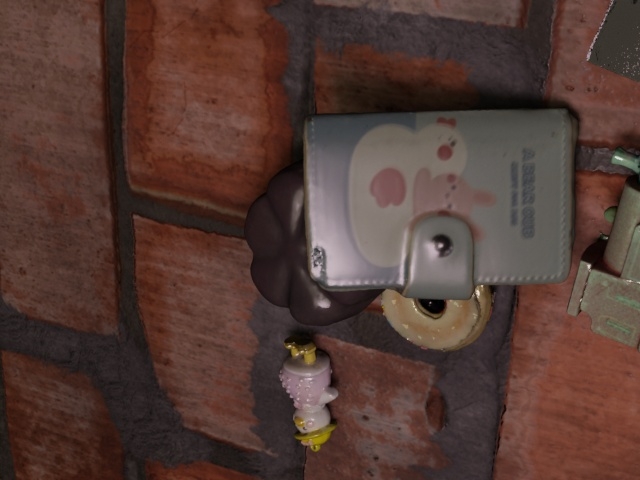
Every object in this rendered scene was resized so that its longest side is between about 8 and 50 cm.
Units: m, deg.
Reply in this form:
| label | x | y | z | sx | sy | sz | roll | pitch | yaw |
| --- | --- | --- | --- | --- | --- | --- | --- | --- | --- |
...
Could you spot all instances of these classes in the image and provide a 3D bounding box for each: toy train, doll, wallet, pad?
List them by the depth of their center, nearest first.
| label | x | y | z | sx | sy | sz | roll | pitch | yaw |
| --- | --- | --- | --- | --- | --- | --- | --- | --- | --- |
| pad | 0.437 | -0.239 | 1.176 | 0.193 | 0.004 | 0.116 | 26 | 118 | 17 |
| toy train | 0.447 | 0.006 | 1.185 | 0.221 | 0.150 | 0.304 | 23 | 119 | 26 |
| wallet | 0.158 | -0.046 | 1.255 | 0.360 | 0.083 | 0.252 | -1 | 97 | -1 |
| doll | -0.019 | 0.251 | 1.552 | 0.129 | 0.081 | 0.207 | 12 | 117 | 44 |

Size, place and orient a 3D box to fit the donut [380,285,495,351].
| label | x | y | z | sx | sy | sz | roll | pitch | yaw |
| --- | --- | --- | --- | --- | --- | --- | --- | --- | --- |
| donut | 0.172 | 0.078 | 1.396 | 0.174 | 0.068 | 0.174 | 9 | 110 | 27 |

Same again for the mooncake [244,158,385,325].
| label | x | y | z | sx | sy | sz | roll | pitch | yaw |
| --- | --- | --- | --- | --- | --- | --- | --- | --- | --- |
| mooncake | 0.000 | 0.000 | 1.396 | 0.245 | 0.133 | 0.245 | 11 | 108 | 40 |
